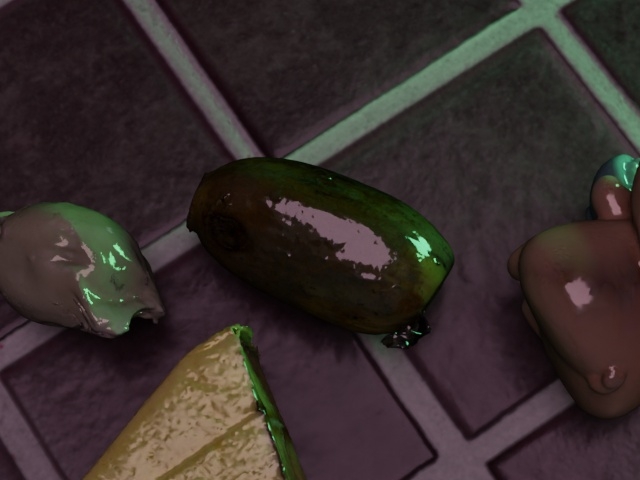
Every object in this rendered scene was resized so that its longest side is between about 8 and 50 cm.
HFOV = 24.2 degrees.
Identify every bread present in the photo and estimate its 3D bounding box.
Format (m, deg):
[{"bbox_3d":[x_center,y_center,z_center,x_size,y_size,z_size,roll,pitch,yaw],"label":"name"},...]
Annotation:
[{"bbox_3d":[-0.150,0.191,1.211,0.264,0.167,0.163,-18,72,-3],"label":"bread"}]

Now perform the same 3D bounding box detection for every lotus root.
[{"bbox_3d":[0.000,0.000,1.286,0.241,0.124,0.123,26,91,7],"label":"lotus root"}]

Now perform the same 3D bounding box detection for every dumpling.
[{"bbox_3d":[-0.209,0.024,1.294,0.199,0.136,0.118,42,114,33],"label":"dumpling"}]

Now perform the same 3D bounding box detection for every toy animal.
[{"bbox_3d":[0.278,0.034,1.227,0.221,0.210,0.229,-45,42,-19],"label":"toy animal"}]
